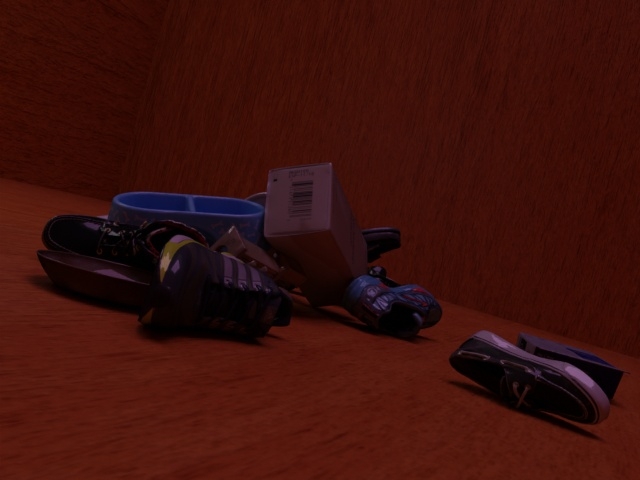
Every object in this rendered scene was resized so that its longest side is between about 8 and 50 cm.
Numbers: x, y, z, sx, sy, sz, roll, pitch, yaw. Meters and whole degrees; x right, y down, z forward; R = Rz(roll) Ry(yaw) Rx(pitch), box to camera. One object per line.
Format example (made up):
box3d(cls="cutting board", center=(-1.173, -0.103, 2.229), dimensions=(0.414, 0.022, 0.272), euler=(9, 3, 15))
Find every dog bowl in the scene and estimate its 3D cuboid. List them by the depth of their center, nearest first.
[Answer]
box3d(cls="dog bowl", center=(-0.230, -0.032, 1.280), dimensions=(0.297, 0.074, 0.166), euler=(4, 15, -14))

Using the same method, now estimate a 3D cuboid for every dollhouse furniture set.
box3d(cls="dollhouse furniture set", center=(-0.094, 0.093, 1.197), dimensions=(0.182, 0.101, 0.161), euler=(33, 20, -47))

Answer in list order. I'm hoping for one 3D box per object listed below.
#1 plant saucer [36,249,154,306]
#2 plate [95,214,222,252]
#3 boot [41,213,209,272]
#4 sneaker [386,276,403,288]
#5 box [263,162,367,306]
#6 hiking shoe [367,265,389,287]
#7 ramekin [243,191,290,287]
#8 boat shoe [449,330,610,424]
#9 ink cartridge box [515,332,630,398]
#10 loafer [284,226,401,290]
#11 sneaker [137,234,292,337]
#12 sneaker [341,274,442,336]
box3d(cls="plant saucer", center=(-0.268, 0.053, 0.937), dimensions=(0.198, 0.036, 0.198), euler=(14, -1, 0))
box3d(cls="plate", center=(-0.316, -0.009, 1.391), dimensions=(0.277, 0.045, 0.278), euler=(20, 20, 41))
box3d(cls="boot", center=(-0.285, 0.000, 1.067), dimensions=(0.236, 0.085, 0.178), euler=(19, -19, -17))
box3d(cls="sneaker", center=(0.084, 0.114, 1.831), dimensions=(0.270, 0.090, 0.145), euler=(13, 4, -17))
box3d(cls="box", center=(0.000, 0.000, 1.377), dimensions=(0.121, 0.148, 0.311), euler=(-6, -28, 14))
box3d(cls="hiking shoe", center=(0.110, 0.111, 1.592), dimensions=(0.086, 0.114, 0.227), euler=(15, 1, -16))
box3d(cls="ramekin", center=(-0.111, 0.009, 1.578), dimensions=(0.207, 0.207, 0.109), euler=(16, -8, 37))
box3d(cls="boat shoe", center=(0.269, 0.191, 0.956), dimensions=(0.070, 0.078, 0.219), euler=(-27, 31, -32))
box3d(cls="ink cartridge box", center=(0.481, 0.244, 1.427), dimensions=(0.165, 0.065, 0.332), euler=(16, -1, 11))
box3d(cls="loafer", center=(0.047, 0.048, 1.694), dimensions=(0.302, 0.095, 0.109), euler=(-12, -23, 3))
box3d(cls="sneaker", center=(-0.114, 0.064, 0.878), dimensions=(0.121, 0.111, 0.300), euler=(19, 3, 15))
box3d(cls="sneaker", center=(0.158, 0.152, 1.407), dimensions=(0.261, 0.104, 0.125), euler=(13, 22, -42))
